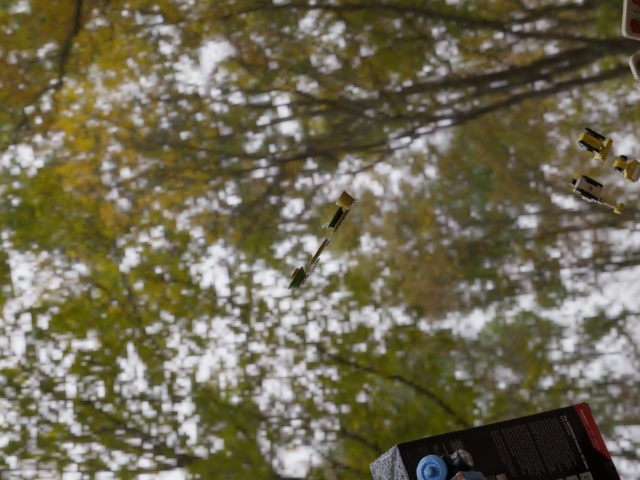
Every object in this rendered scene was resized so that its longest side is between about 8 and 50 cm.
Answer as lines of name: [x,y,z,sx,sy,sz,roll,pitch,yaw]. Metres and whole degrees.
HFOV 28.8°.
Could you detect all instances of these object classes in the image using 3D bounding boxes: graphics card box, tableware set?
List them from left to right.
tableware set: [0.000,0.000,1.719,0.154,0.024,0.104,-57,-3,8]
graphics card box: [0.275,0.382,1.807,0.371,0.094,0.233,-7,-115,-33]

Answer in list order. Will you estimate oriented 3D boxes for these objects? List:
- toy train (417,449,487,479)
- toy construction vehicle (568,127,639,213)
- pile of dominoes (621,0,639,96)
toy train: [0.136,0.346,1.556,0.105,0.184,0.080,51,-163,30]
toy construction vehicle: [0.369,-0.090,1.645,0.098,0.035,0.086,25,-99,-11]
pile of dominoes: [0.453,-0.217,1.360,0.251,0.040,0.196,-18,-94,-16]
